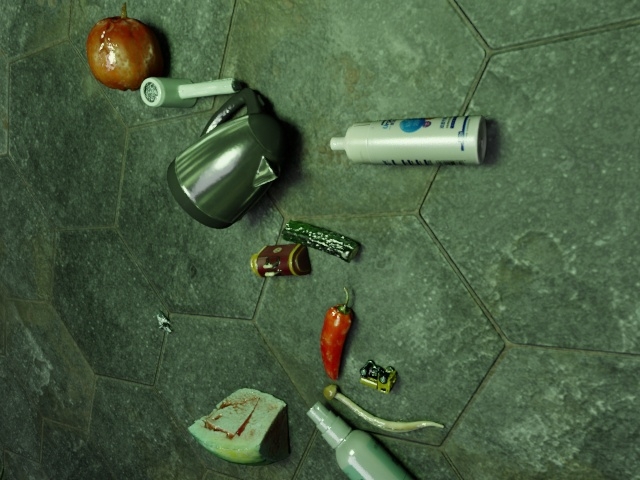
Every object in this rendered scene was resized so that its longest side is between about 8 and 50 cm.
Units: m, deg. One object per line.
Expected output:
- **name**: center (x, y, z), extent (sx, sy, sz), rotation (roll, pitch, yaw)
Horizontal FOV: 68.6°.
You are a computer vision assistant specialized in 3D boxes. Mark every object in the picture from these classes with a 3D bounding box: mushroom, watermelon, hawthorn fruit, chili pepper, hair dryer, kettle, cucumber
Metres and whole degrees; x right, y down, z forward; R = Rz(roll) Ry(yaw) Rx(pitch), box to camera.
- **mushroom**: center (0.145, 0.426, 1.152), extent (0.307, 0.043, 0.068), rotation (14, 136, 25)
- **watermelon**: center (-0.206, 0.538, 1.349), extent (0.213, 0.201, 0.261), rotation (7, 151, 28)
- **hawthorn fruit**: center (-0.477, -0.473, 1.150), extent (0.179, 0.179, 0.200), rotation (25, 121, 22)
- **chili pepper**: center (0.036, 0.233, 1.142), extent (0.071, 0.063, 0.272), rotation (28, 121, 35)
- **hair dryer**: center (-0.295, -0.355, 1.117), extent (0.237, 0.131, 0.073), rotation (5, 107, 23)
- **kettle**: center (-0.183, -0.191, 1.083), extent (0.271, 0.250, 0.207), rotation (-34, 117, 27)
- **cucumber**: center (0.000, 0.000, 1.091), extent (0.187, 0.058, 0.058), rotation (18, 114, 24)

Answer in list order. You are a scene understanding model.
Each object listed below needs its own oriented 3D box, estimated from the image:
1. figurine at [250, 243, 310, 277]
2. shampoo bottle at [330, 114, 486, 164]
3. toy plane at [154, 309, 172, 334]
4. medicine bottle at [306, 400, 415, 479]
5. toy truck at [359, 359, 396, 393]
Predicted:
- **figurine**: center (-0.113, 0.061, 1.153), extent (0.155, 0.098, 0.082), rotation (-5, 106, 29)
- **shampoo bottle**: center (0.160, -0.193, 0.916), extent (0.304, 0.092, 0.092), rotation (6, 108, 30)
- **toy plane**: center (-0.497, 0.257, 1.479), extent (0.083, 0.031, 0.079), rotation (56, 137, 1)
- **medicine bottle**: center (0.105, 0.542, 1.164), extent (0.352, 0.110, 0.110), rotation (43, 122, 13)
- **toy truck**: center (0.139, 0.326, 1.114), extent (0.083, 0.049, 0.054), rotation (13, 112, 28)
